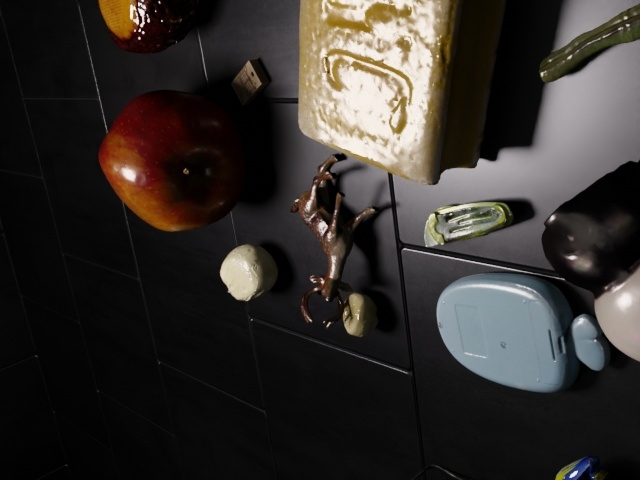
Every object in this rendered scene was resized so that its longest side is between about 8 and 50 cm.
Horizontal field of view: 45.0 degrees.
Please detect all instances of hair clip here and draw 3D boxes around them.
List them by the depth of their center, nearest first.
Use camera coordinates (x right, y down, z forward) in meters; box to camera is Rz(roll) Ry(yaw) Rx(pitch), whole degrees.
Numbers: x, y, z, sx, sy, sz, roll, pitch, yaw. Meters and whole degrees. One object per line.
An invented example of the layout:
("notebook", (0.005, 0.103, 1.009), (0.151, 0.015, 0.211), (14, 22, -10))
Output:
("hair clip", (0.226, -0.031, 1.194), (0.188, 0.033, 0.060), (-13, 95, 54))

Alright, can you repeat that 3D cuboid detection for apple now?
("apple", (-0.294, -0.163, 1.554), (0.316, 0.288, 0.288), (20, 123, 55))

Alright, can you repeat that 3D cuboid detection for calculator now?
("calculator", (0.298, 0.141, 1.186), (0.302, 0.042, 0.189), (2, 109, 52))

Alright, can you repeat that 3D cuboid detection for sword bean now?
("sword bean", (0.369, -0.252, 0.916), (0.269, 0.038, 0.043), (-21, 66, 52))

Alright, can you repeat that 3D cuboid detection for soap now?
("soap", (0.107, -0.284, 1.118), (0.293, 0.156, 0.335), (27, 128, 34))

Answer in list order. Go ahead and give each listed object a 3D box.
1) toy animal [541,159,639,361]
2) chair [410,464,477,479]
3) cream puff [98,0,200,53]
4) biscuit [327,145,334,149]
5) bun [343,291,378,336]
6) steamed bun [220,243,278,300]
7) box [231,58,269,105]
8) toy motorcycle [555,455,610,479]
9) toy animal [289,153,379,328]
("toy animal", (0.392, 0.036, 0.927), (0.235, 0.165, 0.187), (51, 141, 16))
("chair", (0.248, 0.493, 1.335), (0.221, 0.145, 0.140), (-10, 101, 52))
("cream puff", (-0.338, -0.489, 1.525), (0.239, 0.164, 0.239), (29, 129, 44))
("biscuit", (0.028, -0.200, 1.352), (0.084, 0.023, 0.084), (27, 128, 42))
("bun", (0.077, 0.137, 1.433), (0.086, 0.054, 0.086), (-174, 90, -67))
("steamed bun", (-0.145, 0.062, 1.630), (0.113, 0.090, 0.130), (58, 138, 5))
("box", (-0.137, -0.305, 1.493), (0.053, 0.024, 0.083), (61, 143, 8))
("toy motorcycle", (0.358, 0.441, 1.210), (0.169, 0.113, 0.315), (53, 139, 22))
("toy animal", (0.018, 0.001, 1.411), (0.260, 0.087, 0.244), (116, 145, -42))
